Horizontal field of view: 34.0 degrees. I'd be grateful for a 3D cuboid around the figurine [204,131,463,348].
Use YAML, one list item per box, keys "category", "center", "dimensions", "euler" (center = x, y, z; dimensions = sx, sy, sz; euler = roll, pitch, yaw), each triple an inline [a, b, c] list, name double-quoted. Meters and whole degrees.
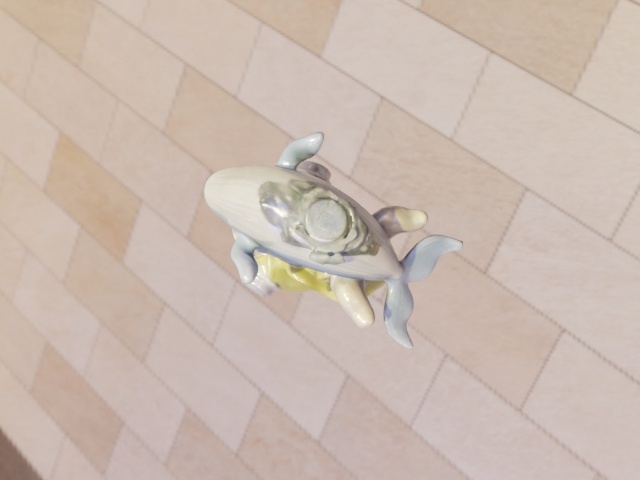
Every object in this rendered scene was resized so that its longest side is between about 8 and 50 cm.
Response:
- category: "figurine"
  center: [0.000, 0.000, 0.836]
  dimensions: [0.208, 0.184, 0.128]
  euler: [28, 81, 4]
